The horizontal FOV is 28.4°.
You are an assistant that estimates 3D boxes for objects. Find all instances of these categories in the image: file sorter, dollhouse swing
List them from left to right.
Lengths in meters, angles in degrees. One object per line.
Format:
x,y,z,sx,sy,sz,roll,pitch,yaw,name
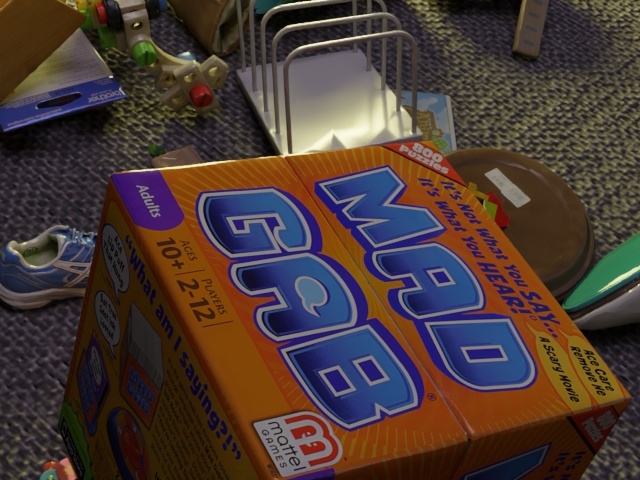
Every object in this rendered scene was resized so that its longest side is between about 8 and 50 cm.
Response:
-0.563,-0.358,1.637,0.347,0.305,0.315,34,74,32,dollhouse swing
0.004,-0.250,1.732,0.193,0.173,0.278,-11,35,-13,file sorter

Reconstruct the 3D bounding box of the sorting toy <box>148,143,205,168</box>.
-0.197,-0.107,1.717,0.062,0.012,0.083,-26,58,-25,sorting toy

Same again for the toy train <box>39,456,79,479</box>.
-0.238,0.283,1.297,0.166,0.046,0.125,27,47,15,toy train

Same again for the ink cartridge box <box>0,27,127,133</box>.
-0.416,-0.251,1.784,0.186,0.065,0.311,-19,49,-26,ink cartridge box

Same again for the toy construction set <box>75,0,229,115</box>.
-0.265,-0.313,1.786,0.151,0.215,0.328,-30,61,-20,toy construction set

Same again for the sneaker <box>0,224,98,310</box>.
-0.285,0.024,1.521,0.211,0.081,0.080,-15,49,-26,sneaker

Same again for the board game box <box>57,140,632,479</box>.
-0.005,0.165,1.208,0.356,0.356,0.356,-8,47,-30,board game box

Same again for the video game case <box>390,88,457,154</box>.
0.098,-0.143,1.801,0.193,0.023,0.212,5,45,-6,video game case

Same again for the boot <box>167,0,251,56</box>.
-0.181,-0.446,1.914,0.089,0.236,0.269,-10,44,-39,boot

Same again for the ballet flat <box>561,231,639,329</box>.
0.483,0.011,1.630,0.400,0.139,0.139,-42,63,-17,ballet flat

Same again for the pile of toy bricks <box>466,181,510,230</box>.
0.172,0.047,1.551,0.105,0.118,0.212,23,63,-11,pile of toy bricks

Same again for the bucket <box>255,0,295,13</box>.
-0.049,-0.502,1.963,0.183,0.281,0.281,-21,53,-29,bucket

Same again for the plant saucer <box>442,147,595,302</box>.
0.232,-0.025,1.677,0.278,0.041,0.278,4,51,-5,plant saucer

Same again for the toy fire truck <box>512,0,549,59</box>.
0.281,-0.419,2.044,0.217,0.158,0.246,1,35,-10,toy fire truck
